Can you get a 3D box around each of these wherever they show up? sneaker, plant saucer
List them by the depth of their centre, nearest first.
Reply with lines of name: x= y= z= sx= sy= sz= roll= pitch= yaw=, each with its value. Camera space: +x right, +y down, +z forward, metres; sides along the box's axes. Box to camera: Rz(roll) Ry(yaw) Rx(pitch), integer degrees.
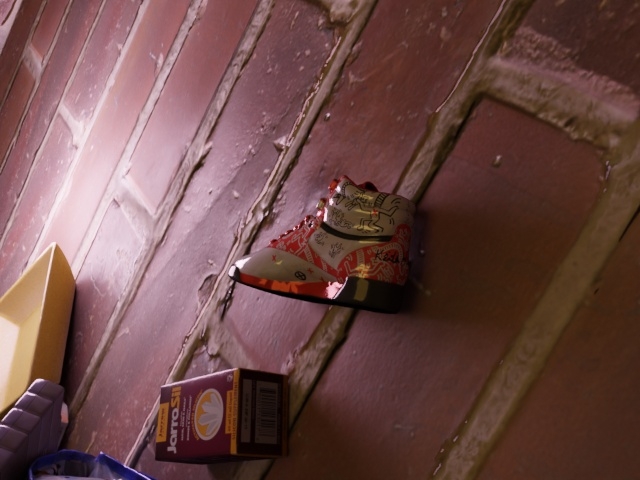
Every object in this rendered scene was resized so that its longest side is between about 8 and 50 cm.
sneaker: x=0.001 y=0.000 z=0.897 sx=0.270 sy=0.090 sz=0.145 roll=4 pitch=78 yaw=47
plant saucer: x=-0.595 y=0.220 z=1.506 sx=0.333 sy=0.081 sz=0.333 roll=-36 pitch=43 yaw=36

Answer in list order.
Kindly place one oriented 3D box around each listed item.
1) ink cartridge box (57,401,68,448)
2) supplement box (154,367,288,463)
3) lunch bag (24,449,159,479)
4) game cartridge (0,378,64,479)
ink cartridge box: x=-0.530 y=0.369 z=1.442 sx=0.145 sy=0.045 sz=0.179 roll=-67 pitch=21 yaw=7
supplement box: x=-0.130 y=0.232 z=0.969 sx=0.188 sy=0.080 sz=0.104 roll=-21 pitch=61 yaw=45
lunch bag: x=-0.320 y=0.464 z=0.960 sx=0.385 sy=0.239 sz=0.328 roll=-6 pitch=66 yaw=62
game cartridge: x=-0.452 y=0.397 z=1.061 sx=0.230 sy=0.068 sz=0.355 roll=-82 pitch=8 yaw=-65
